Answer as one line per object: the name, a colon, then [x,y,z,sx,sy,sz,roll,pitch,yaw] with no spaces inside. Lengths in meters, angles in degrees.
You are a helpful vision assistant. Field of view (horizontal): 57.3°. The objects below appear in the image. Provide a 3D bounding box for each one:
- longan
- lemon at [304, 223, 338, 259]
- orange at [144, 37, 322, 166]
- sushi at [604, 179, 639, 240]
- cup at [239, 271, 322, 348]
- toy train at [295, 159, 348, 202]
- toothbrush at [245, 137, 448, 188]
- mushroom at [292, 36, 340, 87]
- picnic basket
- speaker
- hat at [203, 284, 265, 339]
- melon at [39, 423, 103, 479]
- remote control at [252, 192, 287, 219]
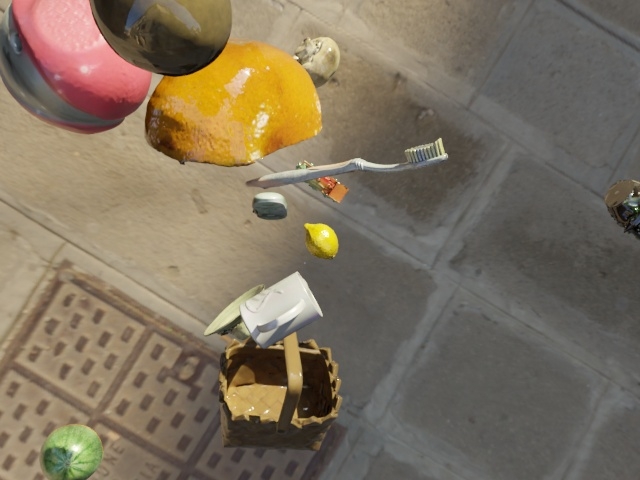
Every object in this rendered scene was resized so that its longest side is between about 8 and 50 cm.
longan: [-0.194,-0.291,0.709,0.168,0.167,0.187,-21,96,-2]
lemon: [0.000,0.000,1.189,0.065,0.065,0.092,-40,99,-3]
orange: [-0.151,-0.225,1.017,0.274,0.274,0.310,41,73,0]
sushi: [0.360,-0.025,0.643,0.083,0.084,0.056,46,120,-3]
cup: [-0.078,0.126,1.088,0.133,0.136,0.099,-29,68,2]
toy train: [0.000,-0.188,1.848,0.176,0.118,0.074,35,90,-12]
toothbrush: [0.022,-0.110,0.918,0.376,0.028,0.037,-5,113,36]
mushroom: [-0.023,-0.524,1.712,0.166,0.166,0.127,-48,120,-3]
picnic basket: [-0.094,0.330,1.379,0.292,0.254,0.320,5,128,-12]
speaker: [-0.470,-0.348,1.120,0.295,0.294,0.293,0,88,-2]
hat: [-0.241,0.256,1.858,0.252,0.252,0.110,-39,99,-3]
melon: [-0.772,0.662,1.815,0.183,0.288,0.182,6,75,-24]
remote control: [-0.139,-0.092,1.617,0.098,0.256,0.045,0,79,-4]
